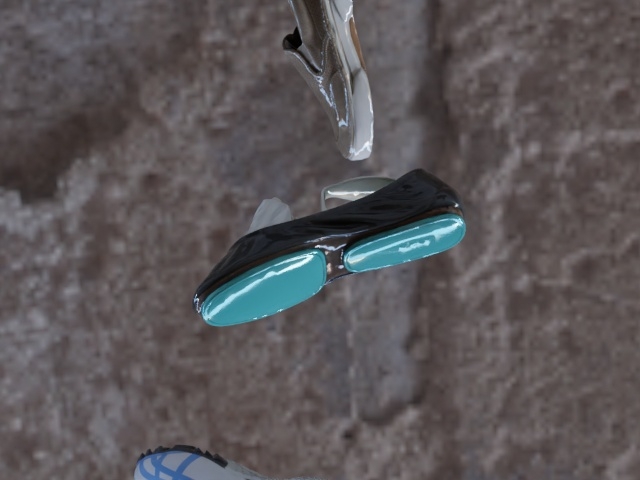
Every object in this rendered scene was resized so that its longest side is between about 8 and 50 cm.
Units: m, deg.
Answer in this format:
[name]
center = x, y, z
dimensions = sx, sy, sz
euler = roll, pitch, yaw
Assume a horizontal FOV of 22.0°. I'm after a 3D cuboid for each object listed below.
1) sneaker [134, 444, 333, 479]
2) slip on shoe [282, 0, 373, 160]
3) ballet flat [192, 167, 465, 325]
[sneaker]
center = -0.070, 0.217, 1.318
dimensions = 0.237, 0.086, 0.085
euler = 6, 166, 43
[slip on shoe]
center = 0.000, -0.105, 0.883
dimensions = 0.041, 0.135, 0.051
euler = -13, -150, -6
[ballet flat]
center = 0.000, 0.000, 1.558
dimensions = 0.280, 0.095, 0.096
euler = -17, -126, -15
